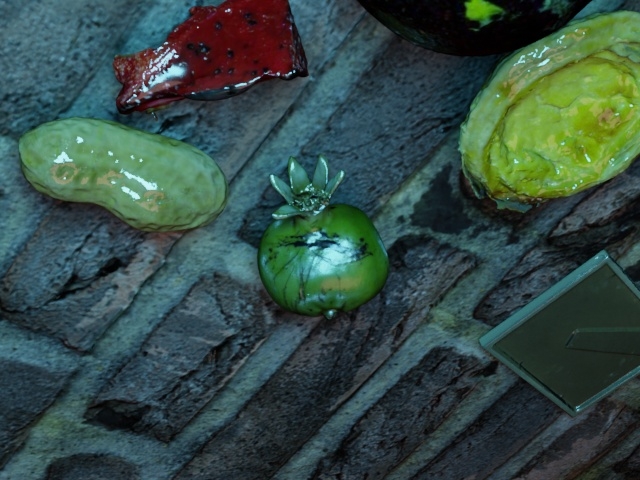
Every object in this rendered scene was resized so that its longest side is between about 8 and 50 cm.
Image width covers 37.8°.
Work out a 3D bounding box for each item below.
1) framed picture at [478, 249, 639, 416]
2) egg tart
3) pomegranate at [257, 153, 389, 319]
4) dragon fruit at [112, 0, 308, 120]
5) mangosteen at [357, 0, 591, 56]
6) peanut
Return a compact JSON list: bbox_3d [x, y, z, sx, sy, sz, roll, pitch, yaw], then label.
[{"bbox_3d":[0.416,0.156,1.453,0.232,0.024,0.315,-38,132,16],"label":"framed picture"},{"bbox_3d":[0.277,-0.153,1.071,0.279,0.095,0.279,-11,139,-10],"label":"egg tart"},{"bbox_3d":[0.000,0.000,1.082,0.152,0.131,0.191,-11,126,-7],"label":"pomegranate"},{"bbox_3d":[-0.104,-0.154,0.912,0.192,0.122,0.092,-21,150,-5],"label":"dragon fruit"},{"bbox_3d":[0.131,-0.292,0.777,0.288,0.288,0.288,-11,134,-11],"label":"mangosteen"},{"bbox_3d":[-0.197,-0.066,0.960,0.226,0.108,0.095,17,128,-30],"label":"peanut"}]
